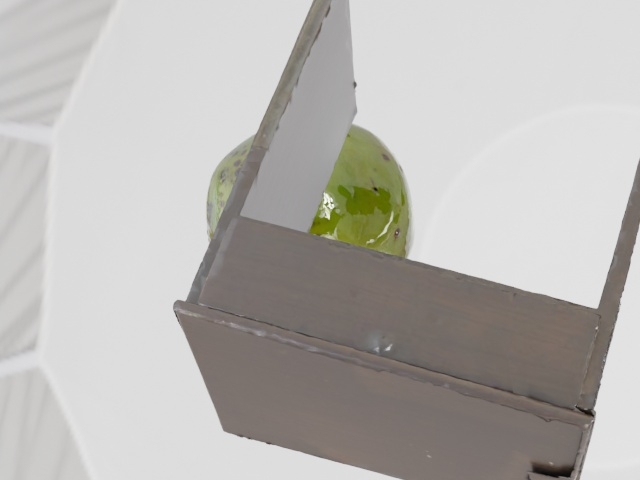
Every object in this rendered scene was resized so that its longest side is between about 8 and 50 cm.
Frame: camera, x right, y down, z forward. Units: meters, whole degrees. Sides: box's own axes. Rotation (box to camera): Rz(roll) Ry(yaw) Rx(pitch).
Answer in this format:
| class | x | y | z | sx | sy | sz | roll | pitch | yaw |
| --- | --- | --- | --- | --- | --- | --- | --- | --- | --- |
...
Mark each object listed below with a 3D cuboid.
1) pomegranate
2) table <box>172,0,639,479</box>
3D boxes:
| class | x | y | z | sx | sy | sz | roll | pitch | yaw |
| --- | --- | --- | --- | --- | --- | --- | --- | --- | --- |
| pomegranate | 0.012 | -0.004 | 1.280 | 0.246 | 0.198 | 0.198 | 30 | 5 | 29 |
| table | 0.081 | -0.002 | 0.925 | 0.251 | 0.282 | 0.196 | 14 | -26 | 14 |
